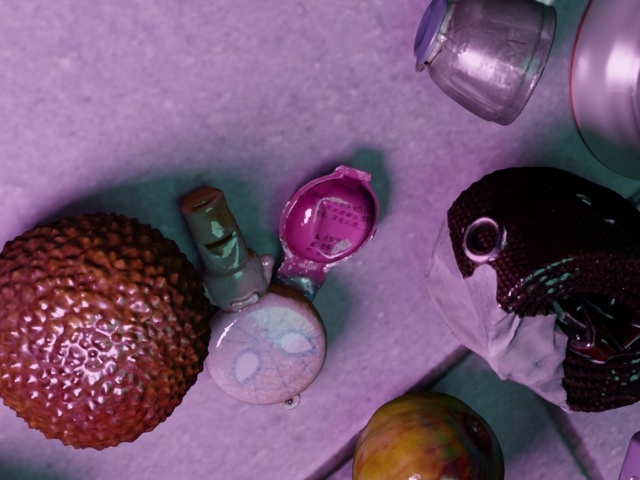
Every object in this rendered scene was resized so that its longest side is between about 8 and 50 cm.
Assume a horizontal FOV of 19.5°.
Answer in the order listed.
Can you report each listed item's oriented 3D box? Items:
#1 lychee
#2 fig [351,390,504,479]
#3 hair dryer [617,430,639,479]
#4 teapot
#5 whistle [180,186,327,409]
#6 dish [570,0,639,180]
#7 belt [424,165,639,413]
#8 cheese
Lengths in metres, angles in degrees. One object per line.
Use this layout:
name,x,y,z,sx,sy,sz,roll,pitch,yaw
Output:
lychee,-0.169,0.069,1.444,0.194,0.194,0.194,-12,118,-25
fig,0.052,0.242,1.692,0.245,0.149,0.149,-39,129,18
hair dryer,0.314,0.273,1.745,0.301,0.121,0.361,-20,127,-52
teapot,0.138,-0.174,1.541,0.108,0.111,0.149,19,135,-11
whistle,-0.063,0.053,1.569,0.107,0.057,0.220,-24,118,0
dish,0.357,-0.161,1.693,0.260,0.085,0.260,-13,118,-25
belt,0.212,0.035,1.656,0.184,0.164,0.289,-44,141,16
cheese,0.000,0.000,1.590,0.095,0.038,0.145,15,113,-30
